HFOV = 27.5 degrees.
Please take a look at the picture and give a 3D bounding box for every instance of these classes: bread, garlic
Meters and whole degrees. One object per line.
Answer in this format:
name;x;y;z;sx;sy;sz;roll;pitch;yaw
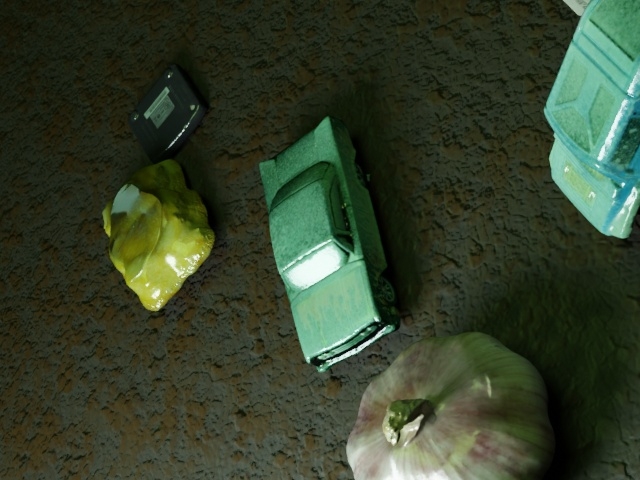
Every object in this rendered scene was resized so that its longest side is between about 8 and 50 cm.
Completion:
bread;-0.243;-0.016;1.880;0.161;0.088;0.233;-54;44;16
garlic;0.118;0.205;1.368;0.245;0.253;0.245;-11;69;28

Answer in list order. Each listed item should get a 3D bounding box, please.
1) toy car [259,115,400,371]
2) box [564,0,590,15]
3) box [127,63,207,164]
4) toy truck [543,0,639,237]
toy car;0.000;0.000;1.654;0.141;0.097;0.321;-32;53;28
box;0.361;-0.301;1.425;0.256;0.164;0.069;14;81;43
box;-0.233;-0.191;1.985;0.126;0.027;0.125;-48;49;15
toy truck;0.328;-0.143;1.342;0.155;0.156;0.279;57;142;40
